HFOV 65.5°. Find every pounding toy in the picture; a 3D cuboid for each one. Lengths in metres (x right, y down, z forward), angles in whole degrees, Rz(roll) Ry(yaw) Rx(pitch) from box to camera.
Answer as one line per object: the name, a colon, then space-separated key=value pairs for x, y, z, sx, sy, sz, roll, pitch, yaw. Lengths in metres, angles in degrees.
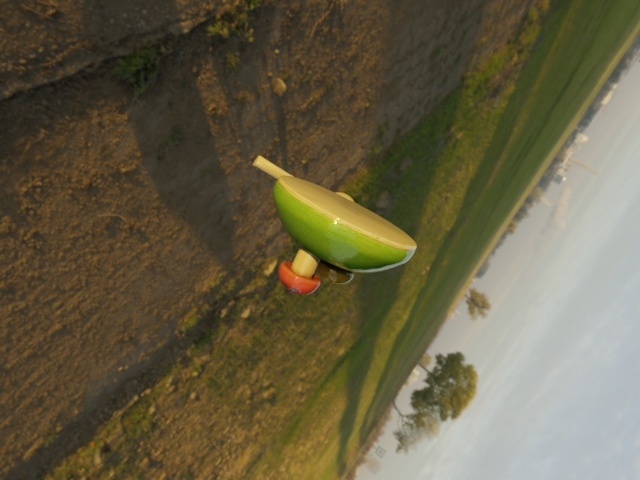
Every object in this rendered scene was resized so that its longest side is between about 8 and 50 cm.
pounding toy: x=0.000 y=0.000 z=0.619 sx=0.182 sy=0.237 sz=0.110 roll=20 pitch=104 yaw=-29
